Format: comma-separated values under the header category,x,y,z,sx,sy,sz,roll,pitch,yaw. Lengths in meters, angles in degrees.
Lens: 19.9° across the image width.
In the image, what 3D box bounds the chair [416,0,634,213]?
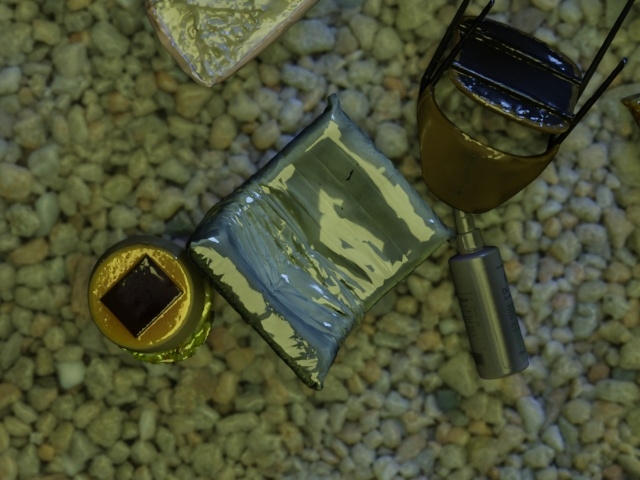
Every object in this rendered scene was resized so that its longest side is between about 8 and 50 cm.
category,x,y,z,sx,sy,sz,roll,pitch,yaw
chair,0.199,-0.167,1.875,0.158,0.172,0.247,23,138,-6

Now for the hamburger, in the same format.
category,x,y,z,sx,sy,sz,roll,pitch,yaw
hamburger,-0.177,0.062,1.909,0.141,0.081,0.127,30,92,6

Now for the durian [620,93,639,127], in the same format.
category,x,y,z,sx,sy,sz,roll,pitch,yaw
durian,0.451,-0.045,1.886,0.305,0.195,0.185,29,100,-9

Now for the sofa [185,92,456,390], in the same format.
category,x,y,z,sx,sy,sz,roll,pitch,yaw
sofa,0.000,0.000,1.864,0.225,0.176,0.210,-40,97,2

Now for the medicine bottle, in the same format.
category,x,y,z,sx,sy,sz,roll,pitch,yaw
medicine bottle,0.172,0.047,1.941,0.057,0.057,0.199,-16,96,-2

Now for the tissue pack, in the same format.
category,x,y,z,sx,sy,sz,roll,pitch,yaw
tissue pack,-0.074,-0.253,1.783,0.201,0.271,0.124,-44,99,2
